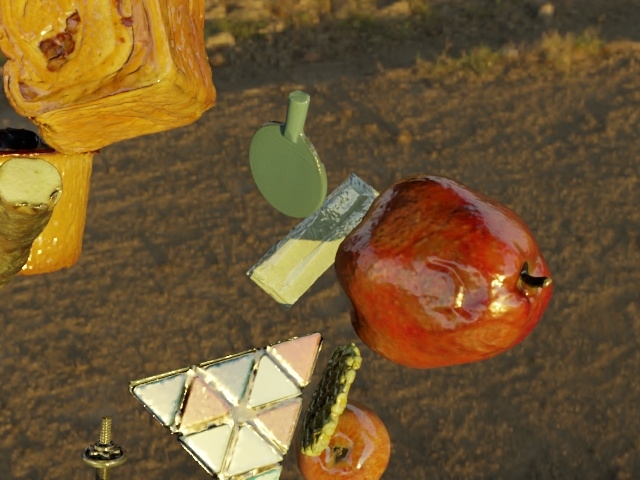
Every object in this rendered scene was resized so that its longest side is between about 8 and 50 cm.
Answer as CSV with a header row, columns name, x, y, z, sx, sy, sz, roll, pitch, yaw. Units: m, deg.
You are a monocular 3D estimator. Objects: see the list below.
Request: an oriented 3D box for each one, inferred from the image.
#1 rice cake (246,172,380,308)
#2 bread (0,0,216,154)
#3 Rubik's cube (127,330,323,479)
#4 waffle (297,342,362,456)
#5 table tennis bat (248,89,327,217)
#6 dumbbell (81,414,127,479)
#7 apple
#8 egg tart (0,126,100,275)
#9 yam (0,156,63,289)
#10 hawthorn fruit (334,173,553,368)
name,x,y,z,sx,sy,sz,roll,pitch,yaw
rice cake,0.000,0.000,1.425,0.226,0.085,0.040,-43,12,13
bread,-0.178,-0.162,0.812,0.158,0.149,0.143,-6,-5,5
Rubik's cube,-0.187,0.211,1.388,0.234,0.284,0.250,18,3,-40
waffle,0.013,0.240,1.490,0.036,0.183,0.169,23,-6,-7
table tennis bat,-0.032,-0.086,0.993,0.100,0.155,0.019,35,50,22
dumbbell,-0.379,0.427,1.705,0.110,0.254,0.110,7,11,-1
apple,0.041,0.398,1.878,0.188,0.188,0.174,2,-8,8
egg tart,-0.370,-0.050,1.169,0.215,0.171,0.215,-2,8,0
yam,-0.275,-0.010,0.857,0.061,0.253,0.061,9,68,-24
hawthorn fruit,0.147,0.042,1.082,0.261,0.224,0.224,13,35,43
